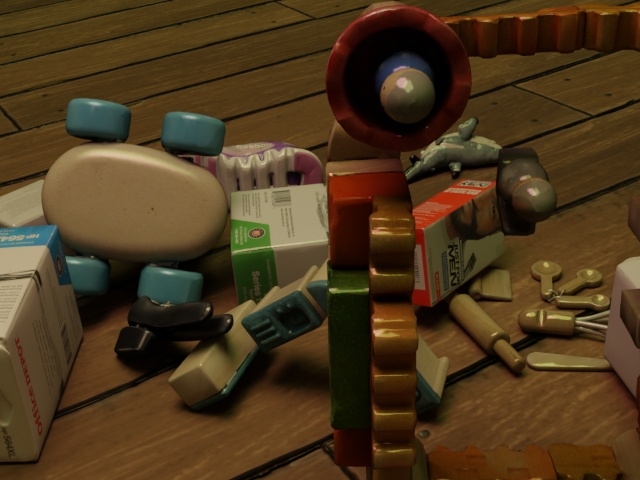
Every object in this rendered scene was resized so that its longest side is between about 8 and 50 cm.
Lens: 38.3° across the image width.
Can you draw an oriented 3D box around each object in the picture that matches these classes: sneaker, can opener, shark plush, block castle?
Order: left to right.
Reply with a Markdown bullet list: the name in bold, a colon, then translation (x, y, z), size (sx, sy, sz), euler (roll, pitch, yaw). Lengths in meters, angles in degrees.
- **can opener**: translation (-0.147, 0.089, 0.954), size (0.186, 0.059, 0.073), euler (-13, 58, 47)
- **sneaker**: translation (-0.116, -0.097, 1.292), size (0.237, 0.095, 0.104), euler (-2, 23, -5)
- **shark plush**: translation (0.186, -0.121, 1.324), size (0.161, 0.073, 0.067), euler (-16, 62, -28)
- **block castle**: translation (0.154, 0.055, 0.638), size (0.303, 0.453, 0.213), euler (-2, 23, 3)

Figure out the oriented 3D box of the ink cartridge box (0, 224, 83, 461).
- **ink cartridge box**: translation (-0.309, 0.098, 0.915), size (0.086, 0.148, 0.203), euler (-2, 30, 1)

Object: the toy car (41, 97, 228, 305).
- **toy car**: translation (-0.217, -0.040, 1.134), size (0.210, 0.219, 0.238), euler (7, -2, -3)

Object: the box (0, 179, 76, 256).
- **box**: translation (-0.352, -0.006, 1.144), size (0.087, 0.101, 0.102), euler (21, 39, 37)

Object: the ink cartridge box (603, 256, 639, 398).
- **ink cartridge box**: translation (0.409, 0.124, 0.792), size (0.211, 0.121, 0.289), euler (-9, 34, -9)

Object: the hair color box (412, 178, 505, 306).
- **hair color box**: translation (0.144, -0.001, 1.037), size (0.053, 0.093, 0.167), euler (7, 25, 37)

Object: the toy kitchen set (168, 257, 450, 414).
- **toy kitchen set**: translation (-0.009, 0.132, 0.909), size (0.207, 0.166, 0.122), euler (-30, 13, 35)

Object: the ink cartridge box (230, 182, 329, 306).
- **ink cartridge box**: translation (0.000, 0.000, 1.104), size (0.209, 0.086, 0.153), euler (-6, 30, -1)

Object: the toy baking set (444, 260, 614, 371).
- **toy baking set**: translation (0.250, 0.079, 0.993), size (0.197, 0.030, 0.256), euler (-12, 31, -14)
